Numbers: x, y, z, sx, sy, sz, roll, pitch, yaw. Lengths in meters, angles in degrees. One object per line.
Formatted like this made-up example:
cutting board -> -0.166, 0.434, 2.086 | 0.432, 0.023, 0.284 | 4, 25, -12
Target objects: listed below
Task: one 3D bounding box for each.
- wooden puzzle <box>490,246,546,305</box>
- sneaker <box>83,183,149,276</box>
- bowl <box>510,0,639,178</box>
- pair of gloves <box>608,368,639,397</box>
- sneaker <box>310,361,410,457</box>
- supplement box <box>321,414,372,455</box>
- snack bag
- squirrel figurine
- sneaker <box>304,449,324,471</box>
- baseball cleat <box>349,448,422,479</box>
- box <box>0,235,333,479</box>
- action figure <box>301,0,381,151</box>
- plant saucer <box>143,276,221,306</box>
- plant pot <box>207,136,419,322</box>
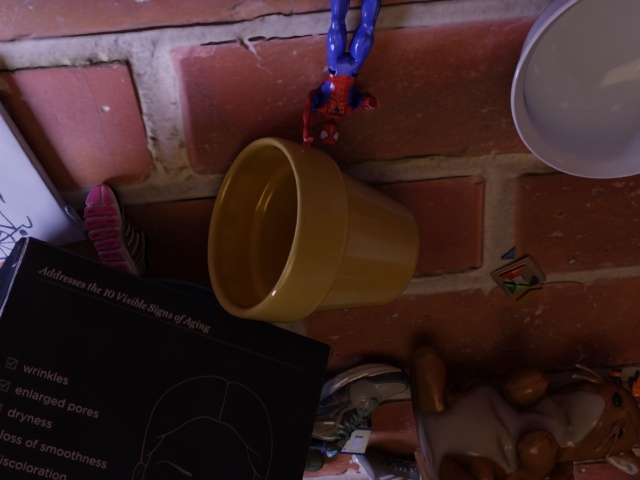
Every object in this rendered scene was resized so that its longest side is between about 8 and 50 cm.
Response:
wooden puzzle -> 0.326, 0.062, 1.596 | 0.078, 0.014, 0.116 | -35, 123, 24
sneaker -> -0.303, -0.009, 1.474 | 0.063, 0.075, 0.170 | -6, 110, 25
bowl -> 0.384, -0.236, 1.266 | 0.297, 0.134, 0.298 | -1, 130, -1
pair of gloves -> 0.560, 0.263, 1.783 | 0.083, 0.010, 0.074 | 1, 131, -3
sneaker -> 0.032, 0.311, 1.694 | 0.283, 0.122, 0.110 | -23, 144, -1
supplement box -> 0.046, 0.346, 1.794 | 0.083, 0.056, 0.083 | 6, 130, -8
snack bag -> -0.554, -0.080, 1.411 | 0.342, 0.037, 0.323 | -15, 130, 10
squirrel figurine -> 0.365, 0.355, 1.730 | 0.370, 0.281, 0.397 | -11, 145, -7
sneaker -> -0.078, 0.419, 1.830 | 0.192, 0.086, 0.064 | 24, 125, -22
baseball cleat -> 0.148, 0.436, 1.882 | 0.109, 0.072, 0.206 | -39, 128, 10
box -> -0.291, 0.316, 1.377 | 0.479, 0.472, 0.297 | 22, 157, -20
action figure -> 0.034, -0.221, 1.264 | 0.091, 0.139, 0.280 | 6, 132, -7
plant saucer -> -0.260, 0.171, 1.638 | 0.317, 0.044, 0.318 | -2, 131, -2
plant pot -> 0.000, 0.000, 1.391 | 0.239, 0.254, 0.254 | 12, 131, -34
